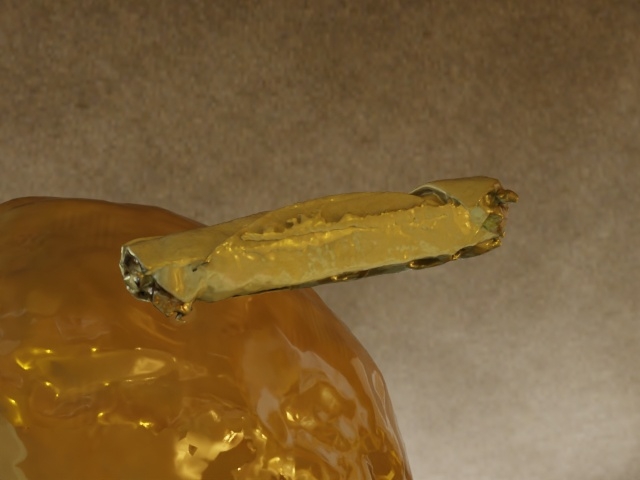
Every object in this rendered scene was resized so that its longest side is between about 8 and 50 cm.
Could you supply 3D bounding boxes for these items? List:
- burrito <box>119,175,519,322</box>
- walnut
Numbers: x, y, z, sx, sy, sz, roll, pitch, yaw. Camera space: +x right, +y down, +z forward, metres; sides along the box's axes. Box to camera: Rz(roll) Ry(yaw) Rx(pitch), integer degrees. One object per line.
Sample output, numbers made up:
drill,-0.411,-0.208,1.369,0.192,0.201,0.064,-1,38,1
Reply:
burrito,0.000,0.000,0.614,0.185,0.041,0.045,-9,124,-11
walnut,-0.122,0.160,0.777,0.381,0.381,0.381,-1,146,-1
